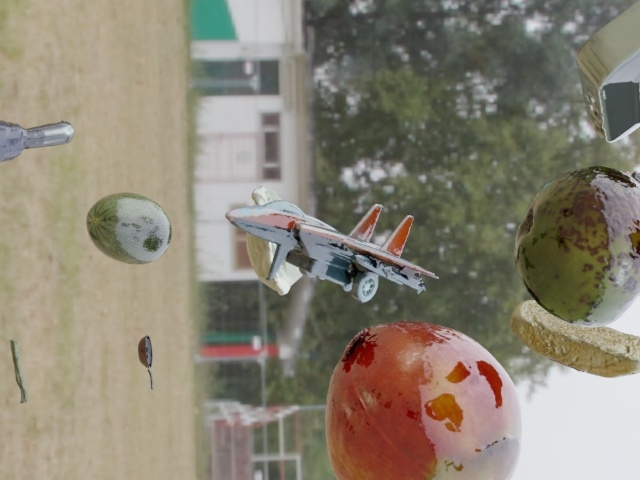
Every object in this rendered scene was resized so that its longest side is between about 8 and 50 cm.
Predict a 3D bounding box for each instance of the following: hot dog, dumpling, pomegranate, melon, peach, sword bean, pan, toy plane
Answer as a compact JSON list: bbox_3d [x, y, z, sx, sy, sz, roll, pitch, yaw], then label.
[{"bbox_3d":[0.436,0.174,1.748,0.084,0.242,0.073,-48,151,-49],"label":"hot dog"},{"bbox_3d":[-0.092,-0.006,2.030,0.252,0.131,0.179,-81,158,-57],"label":"dumpling"},{"bbox_3d":[0.383,0.015,1.354,0.214,0.247,0.214,-167,-90,-89],"label":"pomegranate"},{"bbox_3d":[-0.304,-0.018,1.671,0.167,0.114,0.114,28,55,-58],"label":"melon"},{"bbox_3d":[0.164,0.308,1.795,0.370,0.369,0.370,178,-90,-86],"label":"peach"},{"bbox_3d":[-0.361,0.156,1.239,0.012,0.012,0.083,-108,-169,-75],"label":"sword bean"},{"bbox_3d":[-0.360,0.253,2.139,0.068,0.023,0.115,84,-2,-71],"label":"pan"},{"bbox_3d":[-0.002,0.007,1.206,0.223,0.326,0.104,22,-78,38],"label":"toy plane"}]

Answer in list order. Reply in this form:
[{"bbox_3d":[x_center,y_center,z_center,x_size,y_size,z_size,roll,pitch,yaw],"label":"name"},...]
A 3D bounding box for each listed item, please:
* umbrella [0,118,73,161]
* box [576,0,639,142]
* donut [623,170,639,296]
[{"bbox_3d":[-0.413,-0.123,1.267,0.071,0.248,0.071,26,-56,47],"label":"umbrella"},{"bbox_3d":[0.582,-0.321,1.642,0.090,0.373,0.367,55,9,20],"label":"box"},{"bbox_3d":[0.604,-0.009,1.907,0.103,0.269,0.270,106,-17,-53],"label":"donut"}]
